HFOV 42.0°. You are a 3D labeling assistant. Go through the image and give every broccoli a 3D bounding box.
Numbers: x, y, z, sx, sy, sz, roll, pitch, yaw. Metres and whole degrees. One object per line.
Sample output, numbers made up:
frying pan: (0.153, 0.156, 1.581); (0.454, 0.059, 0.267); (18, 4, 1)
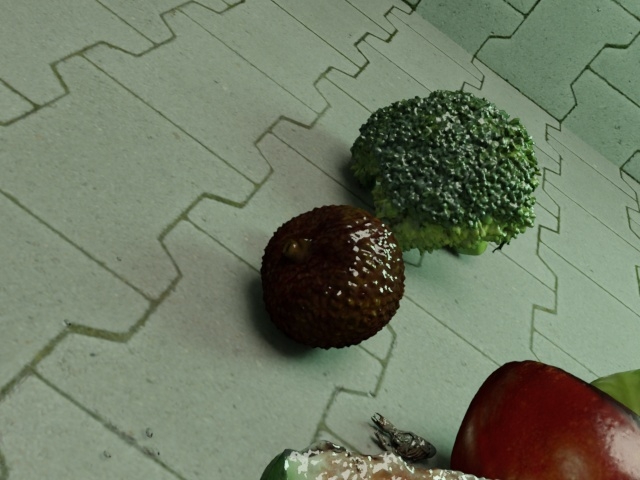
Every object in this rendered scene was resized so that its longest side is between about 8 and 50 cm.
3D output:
broccoli: (0.183, -0.090, 1.385); (0.249, 0.302, 0.375); (-26, 38, -35)

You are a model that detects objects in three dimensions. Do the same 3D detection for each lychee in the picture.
lychee: (0.016, 0.046, 1.036); (0.194, 0.194, 0.194); (27, 31, -18)

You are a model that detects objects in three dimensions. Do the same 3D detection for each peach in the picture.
peach: (0.264, 0.266, 0.941); (0.245, 0.249, 0.275); (-15, 45, -30)

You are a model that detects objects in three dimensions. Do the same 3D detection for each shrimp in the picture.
shrimp: (0.098, 0.243, 1.003); (0.092, 0.029, 0.038); (30, 38, -3)

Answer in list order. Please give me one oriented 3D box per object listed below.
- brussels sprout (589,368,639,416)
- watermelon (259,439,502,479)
brussels sprout: (0.463, 0.291, 1.166); (0.244, 0.244, 0.244); (27, 31, -18)
watermelon: (0.062, 0.307, 0.706); (0.310, 0.193, 0.231); (45, 31, 11)
